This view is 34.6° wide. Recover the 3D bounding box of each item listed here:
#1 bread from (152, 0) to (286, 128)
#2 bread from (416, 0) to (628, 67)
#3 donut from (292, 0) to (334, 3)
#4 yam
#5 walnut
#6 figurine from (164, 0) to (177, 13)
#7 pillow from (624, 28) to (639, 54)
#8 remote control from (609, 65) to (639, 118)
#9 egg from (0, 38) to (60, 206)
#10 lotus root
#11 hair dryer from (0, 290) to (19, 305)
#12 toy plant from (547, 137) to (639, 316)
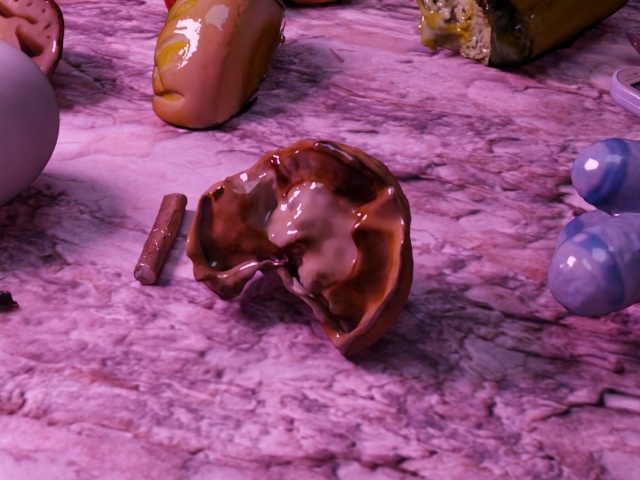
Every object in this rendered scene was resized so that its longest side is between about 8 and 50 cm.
[{"bbox_3d":[-0.150,-0.283,1.419,0.158,0.156,0.261,15,38,13],"label":"bread"},{"bbox_3d":[0.312,-0.412,1.550,0.376,0.251,0.208,-31,32,-32],"label":"bread"},{"bbox_3d":[-0.028,-0.484,1.724,0.226,0.114,0.227,1,36,-1],"label":"donut"},{"bbox_3d":[-0.178,-0.006,1.158,0.032,0.032,0.145,6,39,5],"label":"yam"},{"bbox_3d":[0.000,-0.012,1.048,0.238,0.204,0.141,24,20,18],"label":"walnut"},{"bbox_3d":[-0.177,-0.434,1.604,0.173,0.173,0.173,1,37,-1],"label":"figurine"},{"bbox_3d":[0.532,-0.253,1.499,0.118,0.043,0.185,6,34,-25],"label":"pillow"},{"bbox_3d":[0.493,-0.168,1.388,0.087,0.047,0.244,-23,44,-24],"label":"remote control"},{"bbox_3d":[-0.473,-0.116,1.123,0.370,0.230,0.230,-13,40,-18],"label":"egg"},{"bbox_3d":[-0.451,-0.272,1.416,0.188,0.199,0.180,38,2,-11],"label":"lotus root"},{"bbox_3d":[-0.475,0.085,0.990,0.359,0.120,0.304,-2,45,-19],"label":"hair dryer"},{"bbox_3d":[0.372,-0.010,1.055,0.332,0.247,0.247,-22,43,-18],"label":"toy plant"}]
